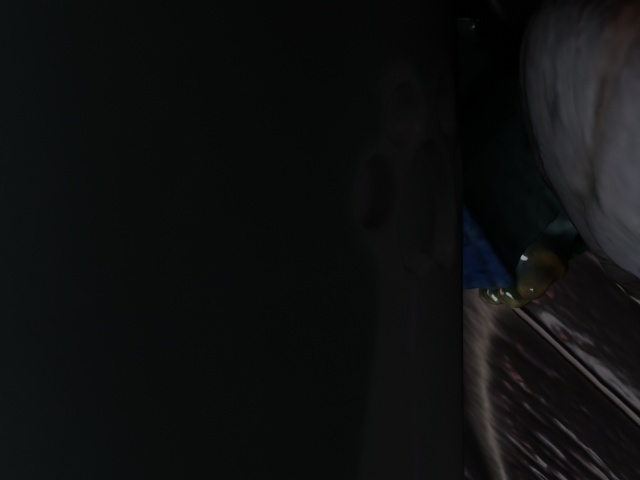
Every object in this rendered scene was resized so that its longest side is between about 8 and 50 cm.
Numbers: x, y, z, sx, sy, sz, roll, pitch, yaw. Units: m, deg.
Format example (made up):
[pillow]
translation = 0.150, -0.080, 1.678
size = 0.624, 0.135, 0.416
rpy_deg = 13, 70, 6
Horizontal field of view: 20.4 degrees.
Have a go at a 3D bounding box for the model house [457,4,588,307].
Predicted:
[model house]
translation = 0.000, 0.000, 0.622
size = 0.148, 0.148, 0.119
rpy_deg = 28, 155, 49

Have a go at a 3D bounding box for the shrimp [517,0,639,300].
[shrimp]
translation = 0.181, 0.054, 0.377
size = 0.343, 0.116, 0.145
rpy_deg = 37, 159, -2

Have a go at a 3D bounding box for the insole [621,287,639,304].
[insole]
translation = 0.153, 0.046, 0.606
size = 0.152, 0.002, 0.053
rpy_deg = 41, 160, 19

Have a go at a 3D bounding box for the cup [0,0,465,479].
[cup]
translation = -0.101, -0.074, 0.466
size = 0.356, 0.259, 0.275
rpy_deg = -152, 63, -81
